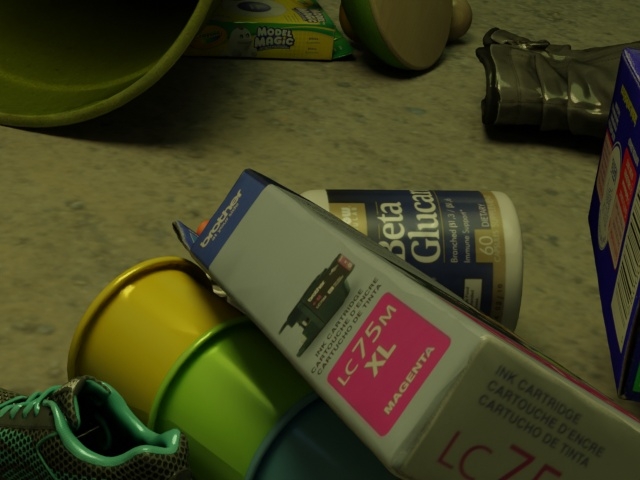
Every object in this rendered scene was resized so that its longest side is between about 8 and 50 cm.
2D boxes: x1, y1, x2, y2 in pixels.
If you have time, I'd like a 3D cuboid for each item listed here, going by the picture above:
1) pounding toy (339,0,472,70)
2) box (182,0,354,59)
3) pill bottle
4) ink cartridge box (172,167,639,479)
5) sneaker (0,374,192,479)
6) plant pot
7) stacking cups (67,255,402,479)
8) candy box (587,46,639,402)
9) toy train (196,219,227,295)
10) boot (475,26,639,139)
[{"bbox_3d":[0.059,-0.267,1.279,0.110,0.183,0.237,-3,17,31],"label":"pounding toy"},{"bbox_3d":[-0.060,-0.220,1.266,0.179,0.043,0.105,1,27,-16],"label":"box"},{"bbox_3d":[0.029,0.016,0.742,0.169,0.094,0.094,0,27,-5],"label":"pill bottle"},{"bbox_3d":[0.053,0.055,0.552,0.186,0.065,0.311,33,-1,-25],"label":"ink cartridge box"},{"bbox_3d":[-0.119,0.091,0.576,0.166,0.076,0.065,21,28,26],"label":"sneaker"},{"bbox_3d":[-0.194,-0.319,1.094,0.366,0.366,0.353,13,22,12],"label":"plant pot"},{"bbox_3d":[0.016,0.120,0.558,0.316,0.096,0.096,33,36,33],"label":"stacking cups"},{"bbox_3d":[0.301,0.005,0.595,0.317,0.122,0.268,10,19,7],"label":"candy box"},{"bbox_3d":[0.000,0.000,0.826,0.166,0.046,0.125,2,26,-11],"label":"toy train"},{"bbox_3d":[0.246,-0.110,1.067,0.223,0.118,0.338,5,15,1],"label":"boot"}]
